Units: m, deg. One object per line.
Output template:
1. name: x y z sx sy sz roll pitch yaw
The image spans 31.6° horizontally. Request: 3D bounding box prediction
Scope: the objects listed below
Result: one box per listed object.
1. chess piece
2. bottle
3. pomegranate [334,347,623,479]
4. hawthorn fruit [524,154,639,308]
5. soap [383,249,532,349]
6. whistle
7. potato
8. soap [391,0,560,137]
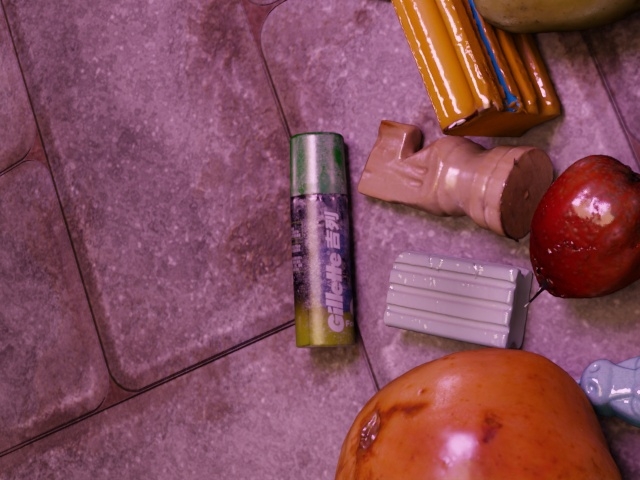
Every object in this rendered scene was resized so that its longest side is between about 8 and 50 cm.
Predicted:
1. chess piece: 0.181 -0.093 1.654 0.300 0.137 0.137 15 95 41
2. bottle: 0.000 0.000 1.756 0.093 0.093 0.330 -5 85 30
3. pomegranate: 0.221 0.339 1.473 0.410 0.410 0.410 -1 87 30
4. hawthorn fruit: 0.346 -0.002 1.505 0.235 0.181 0.181 -46 67 16
5. soap: 0.199 0.084 1.651 0.198 0.066 0.119 10 91 30
6. whistle: 0.462 0.202 1.480 0.273 0.093 0.186 0 61 27
7. potato: 0.344 -0.385 1.491 0.304 0.216 0.216 -10 82 3
8. soap: 0.204 -0.299 1.591 0.096 0.204 0.325 -30 72 38
